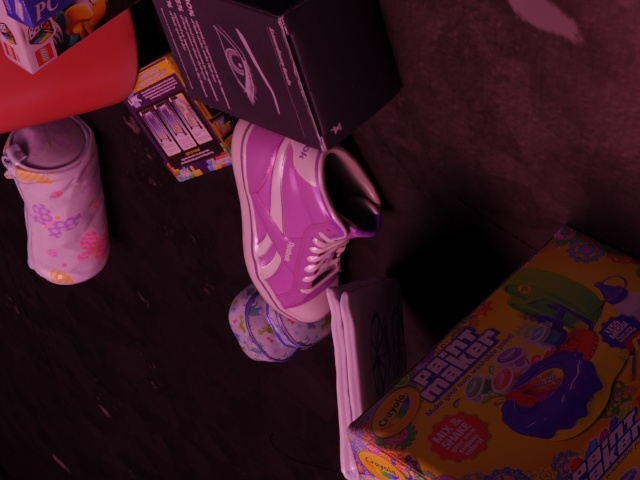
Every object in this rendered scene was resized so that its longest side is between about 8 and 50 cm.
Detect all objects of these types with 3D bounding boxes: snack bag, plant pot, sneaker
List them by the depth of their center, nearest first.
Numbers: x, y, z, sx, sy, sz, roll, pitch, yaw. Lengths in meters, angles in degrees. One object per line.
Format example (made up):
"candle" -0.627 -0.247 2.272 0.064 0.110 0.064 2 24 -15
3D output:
"snack bag" 0.058 0.207 1.594 0.323 0.037 0.343 -9 -87 -80
"sneaker" -0.001 0.000 1.706 0.161 0.102 0.282 25 145 37
"plant pot" -0.375 -0.234 1.775 0.275 0.243 0.275 43 148 34

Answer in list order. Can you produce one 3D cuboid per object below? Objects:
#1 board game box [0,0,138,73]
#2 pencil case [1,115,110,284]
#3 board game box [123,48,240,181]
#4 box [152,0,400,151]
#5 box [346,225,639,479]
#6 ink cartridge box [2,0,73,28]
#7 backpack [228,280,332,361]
"board game box" -0.254 -0.331 1.550 0.053 0.193 0.305 34 151 32
"pencil case" -0.353 -0.054 2.178 0.113 0.124 0.273 38 153 23
"board game box" -0.150 -0.144 1.809 0.141 0.048 0.170 57 155 -11
"box" -0.046 -0.194 1.497 0.207 0.108 0.153 25 145 41
"box" 0.202 0.198 1.418 0.177 0.290 0.279 29 149 37
"ink cartridge box" -0.220 -0.297 1.521 0.046 0.207 0.097 29 148 37
"backpack" -0.042 0.084 1.867 0.084 0.114 0.105 4 128 57
